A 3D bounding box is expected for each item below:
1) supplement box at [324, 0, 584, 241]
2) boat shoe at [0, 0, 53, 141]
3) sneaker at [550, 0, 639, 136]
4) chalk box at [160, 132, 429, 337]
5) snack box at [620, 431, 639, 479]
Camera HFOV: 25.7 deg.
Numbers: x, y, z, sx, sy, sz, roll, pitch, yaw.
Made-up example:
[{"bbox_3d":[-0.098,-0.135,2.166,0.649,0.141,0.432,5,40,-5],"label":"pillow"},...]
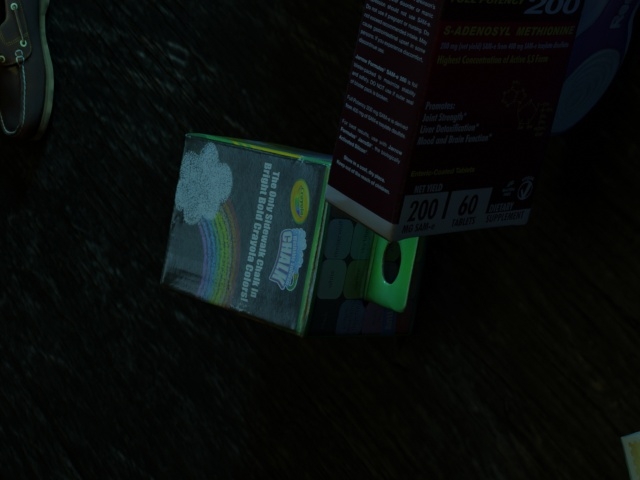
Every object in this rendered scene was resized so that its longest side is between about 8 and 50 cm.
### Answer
[{"bbox_3d":[0.093,-0.126,0.880,0.073,0.130,0.240,33,120,43],"label":"supplement box"},{"bbox_3d":[-0.320,-0.205,1.432,0.073,0.073,0.207,-7,84,41],"label":"boat shoe"},{"bbox_3d":[0.177,-0.223,0.943,0.152,0.114,0.305,49,119,32],"label":"sneaker"},{"bbox_3d":[0.000,0.000,1.089,0.213,0.132,0.132,16,98,41],"label":"chalk box"},{"bbox_3d":[0.342,0.170,0.811,0.322,0.060,0.187,-22,73,40],"label":"snack box"}]
